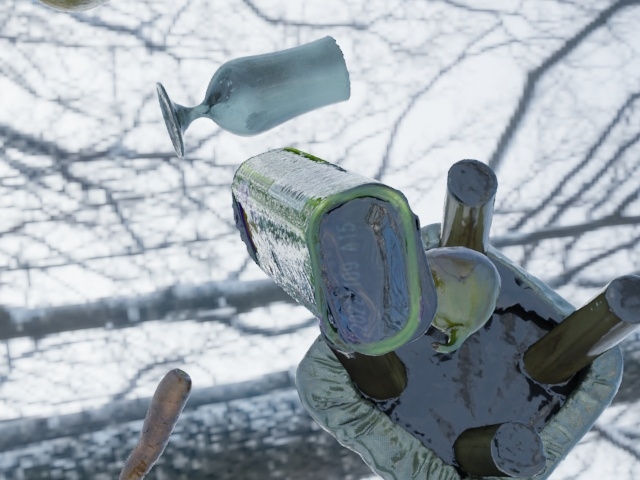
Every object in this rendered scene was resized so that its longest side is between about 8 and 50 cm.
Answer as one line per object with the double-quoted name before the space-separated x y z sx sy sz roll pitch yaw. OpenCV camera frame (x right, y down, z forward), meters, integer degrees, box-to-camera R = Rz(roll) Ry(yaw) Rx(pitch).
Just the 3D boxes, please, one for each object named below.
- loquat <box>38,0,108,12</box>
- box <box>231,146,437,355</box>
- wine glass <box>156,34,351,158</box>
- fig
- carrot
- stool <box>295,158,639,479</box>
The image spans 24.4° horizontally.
"loquat" -0.326 -0.396 1.857 0.246 0.213 0.213 28 -64 52
"box" 0.000 0.000 1.274 0.345 0.097 0.134 -146 -142 -74
"wine glass" -0.082 -0.184 1.857 0.103 0.231 0.103 160 -90 -80
"fig" 0.120 0.054 1.318 0.082 0.084 0.098 -17 -110 34
"carrot" -0.176 0.208 1.555 0.035 0.035 0.165 32 -79 47
"stool" 0.165 0.113 1.620 0.310 0.310 0.226 36 -23 14
